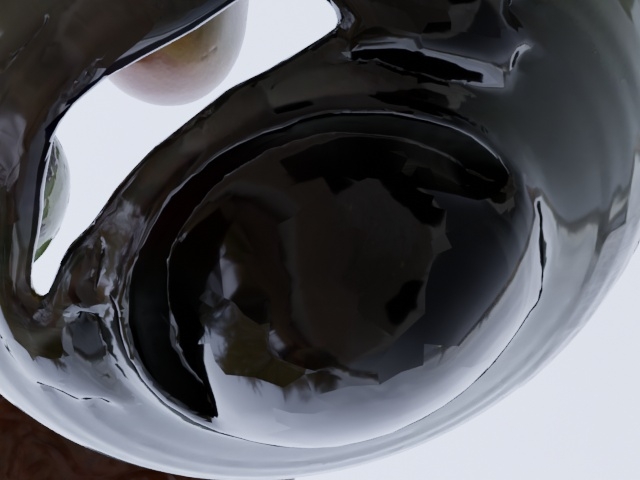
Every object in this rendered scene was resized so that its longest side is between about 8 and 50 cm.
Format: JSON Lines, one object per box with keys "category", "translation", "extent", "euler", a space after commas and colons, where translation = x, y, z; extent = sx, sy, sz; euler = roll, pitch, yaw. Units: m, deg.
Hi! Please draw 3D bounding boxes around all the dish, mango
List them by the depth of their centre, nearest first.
{"category": "dish", "translation": [0.000, 0.000, 0.633], "extent": [0.273, 0.273, 0.134], "euler": [18, -151, -26]}
{"category": "mango", "translation": [-0.116, -0.185, 1.548], "extent": [0.138, 0.113, 0.253], "euler": [66, -160, -13]}

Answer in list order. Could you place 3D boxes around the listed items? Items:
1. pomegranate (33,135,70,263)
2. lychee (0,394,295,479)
{"category": "pomegranate", "translation": [-0.191, -0.015, 0.972], "extent": [0.114, 0.114, 0.142], "euler": [41, -127, -11]}
{"category": "lychee", "translation": [-0.140, 0.158, 1.294], "extent": [0.255, 0.300, 0.255], "euler": [5, -122, -8]}
